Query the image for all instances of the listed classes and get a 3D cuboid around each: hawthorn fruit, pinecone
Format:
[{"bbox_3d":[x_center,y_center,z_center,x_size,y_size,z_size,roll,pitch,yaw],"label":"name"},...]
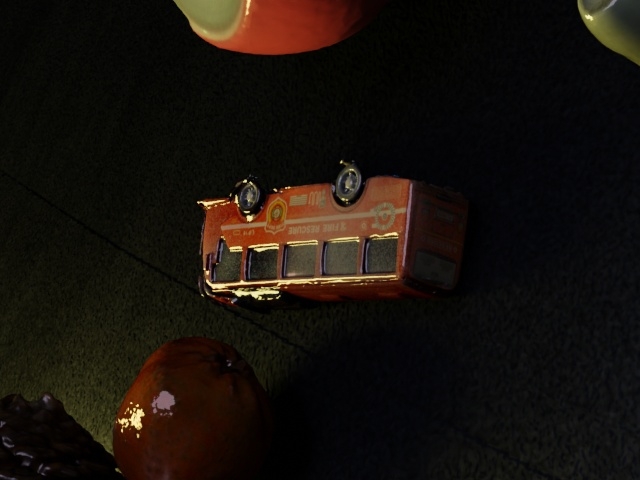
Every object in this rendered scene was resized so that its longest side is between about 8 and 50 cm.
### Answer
[{"bbox_3d":[-0.089,0.131,0.903,0.128,0.128,0.128,-28,50,38],"label":"hawthorn fruit"},{"bbox_3d":[-0.236,0.218,0.941,0.229,0.202,0.201,103,156,-87],"label":"pinecone"}]

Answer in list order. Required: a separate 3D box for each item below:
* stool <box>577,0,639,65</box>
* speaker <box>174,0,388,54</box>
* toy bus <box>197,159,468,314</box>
[{"bbox_3d":[0.262,-0.129,0.566,0.195,0.198,0.195,20,84,51],"label":"stool"},{"bbox_3d":[-0.036,-0.281,0.947,0.294,0.294,0.294,-28,50,38],"label":"speaker"},{"bbox_3d":[0.000,0.000,0.909,0.235,0.073,0.096,-7,70,47],"label":"toy bus"}]
